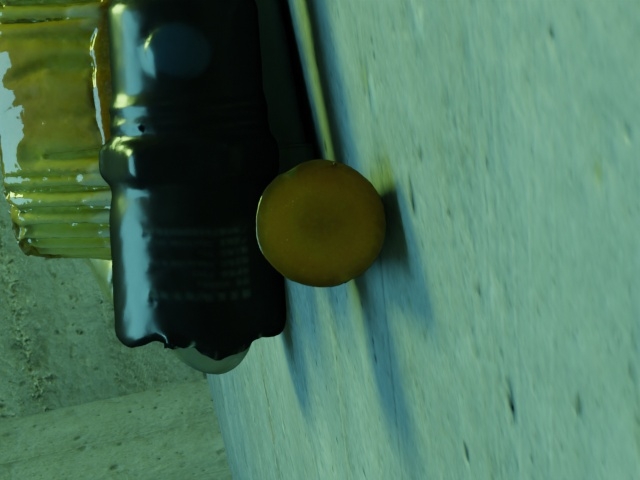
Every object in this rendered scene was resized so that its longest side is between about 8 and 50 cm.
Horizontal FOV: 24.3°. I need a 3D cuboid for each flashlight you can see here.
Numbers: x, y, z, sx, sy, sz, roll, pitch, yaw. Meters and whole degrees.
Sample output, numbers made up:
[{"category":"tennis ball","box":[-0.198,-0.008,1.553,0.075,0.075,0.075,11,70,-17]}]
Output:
[{"category":"flashlight","box":[-0.076,-0.147,0.836,0.103,0.103,0.424,-151,58,-81]}]

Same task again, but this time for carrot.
[{"category":"carrot","box":[0.000,0.000,0.787,0.209,0.061,0.061,93,165,-86]}]

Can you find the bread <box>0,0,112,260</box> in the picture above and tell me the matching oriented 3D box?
[{"category":"bread","box":[-0.159,-0.124,1.160,0.204,0.156,0.288,-5,-88,-76]}]

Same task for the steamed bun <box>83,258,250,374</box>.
[{"category":"steamed bun","box":[-0.116,-0.004,1.336,0.211,0.144,0.218,33,-155,-54]}]

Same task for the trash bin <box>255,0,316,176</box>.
[{"category":"trash bin","box":[-0.067,-0.100,0.991,0.177,0.101,0.236,134,127,-84]}]
